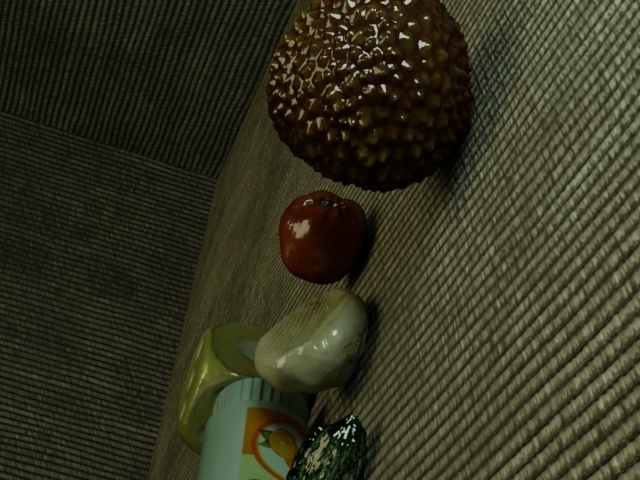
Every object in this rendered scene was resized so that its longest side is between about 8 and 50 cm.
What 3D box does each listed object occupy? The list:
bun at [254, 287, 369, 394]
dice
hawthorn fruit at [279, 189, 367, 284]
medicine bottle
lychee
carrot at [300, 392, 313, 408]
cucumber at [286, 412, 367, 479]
[{"bbox_3d":[0.001,0.147,1.766,0.183,0.102,0.183,-34,16,11],"label":"bun"},{"bbox_3d":[-0.127,0.244,2.084,0.166,0.169,0.169,-93,22,-64],"label":"dice"},{"bbox_3d":[0.000,0.000,1.931,0.133,0.133,0.138,-92,14,-61],"label":"hawthorn fruit"},{"bbox_3d":[-0.094,0.344,1.784,0.318,0.158,0.158,-86,17,-50],"label":"medicine bottle"},{"bbox_3d":[0.064,-0.193,1.565,0.267,0.267,0.267,-163,90,-80],"label":"lychee"},{"bbox_3d":[-0.055,0.272,1.968,0.069,0.069,0.336,-108,40,-72],"label":"carrot"},{"bbox_3d":[-0.027,0.370,1.573,0.096,0.096,0.359,-146,72,-79],"label":"cucumber"}]
